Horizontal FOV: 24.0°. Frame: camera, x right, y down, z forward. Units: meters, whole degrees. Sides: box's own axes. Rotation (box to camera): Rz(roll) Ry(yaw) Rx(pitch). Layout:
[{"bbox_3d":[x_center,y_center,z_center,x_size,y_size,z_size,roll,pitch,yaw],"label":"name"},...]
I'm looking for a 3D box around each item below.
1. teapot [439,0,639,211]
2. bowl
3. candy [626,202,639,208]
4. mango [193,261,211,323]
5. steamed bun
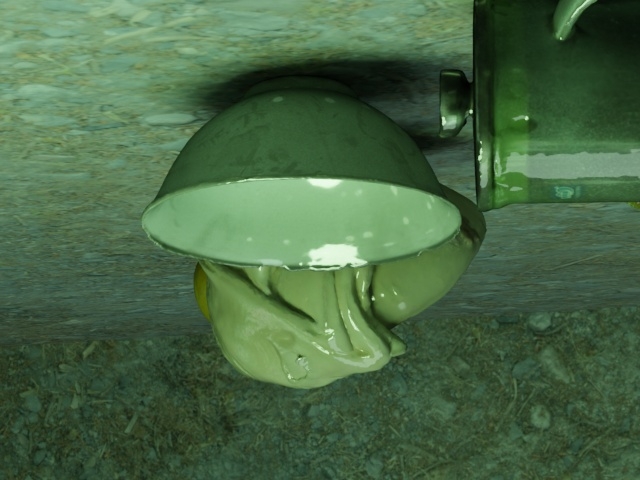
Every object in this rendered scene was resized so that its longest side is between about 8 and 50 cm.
[{"bbox_3d":[0.262,-0.131,1.193,0.337,0.200,0.270,-1,145,5],"label":"teapot"},{"bbox_3d":[-0.020,-0.077,1.492,0.313,0.146,0.313,-1,163,0],"label":"bowl"},{"bbox_3d":[0.354,-0.075,1.986,0.203,0.061,0.061,5,172,7],"label":"candy"},{"bbox_3d":[-0.054,0.061,2.279,0.253,0.182,0.365,2,171,-21],"label":"mango"},{"bbox_3d":[-0.006,0.008,1.755,0.219,0.309,0.324,51,158,-26],"label":"steamed bun"}]
